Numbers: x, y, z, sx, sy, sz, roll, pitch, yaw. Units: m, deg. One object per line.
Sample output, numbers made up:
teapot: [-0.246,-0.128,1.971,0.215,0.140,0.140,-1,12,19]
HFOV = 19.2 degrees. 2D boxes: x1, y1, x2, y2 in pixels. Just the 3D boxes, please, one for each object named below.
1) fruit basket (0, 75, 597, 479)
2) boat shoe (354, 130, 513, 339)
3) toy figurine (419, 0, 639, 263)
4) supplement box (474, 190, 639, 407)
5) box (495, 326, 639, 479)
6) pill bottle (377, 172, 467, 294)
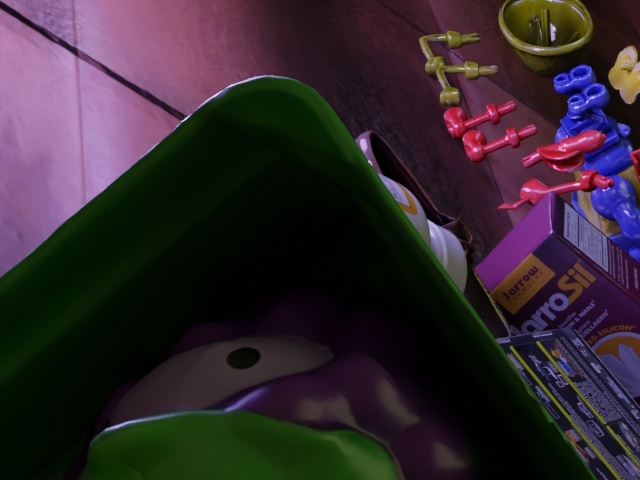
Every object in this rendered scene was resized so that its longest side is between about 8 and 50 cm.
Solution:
fruit basket: [-0.089,0.145,0.572,0.392,0.392,0.283,8,42,-54]
boat shoe: [0.081,0.007,1.469,0.207,0.073,0.073,48,22,7]
toy figurine: [0.243,-0.070,1.853,0.362,0.191,0.217,-114,179,-56]
supplement box: [0.225,0.064,1.563,0.188,0.104,0.081,38,24,-12]
box: [0.208,0.187,1.383,0.270,0.060,0.216,51,24,18]
pill bottle: [0.000,0.000,1.287,0.208,0.117,0.117,23,31,-40]
